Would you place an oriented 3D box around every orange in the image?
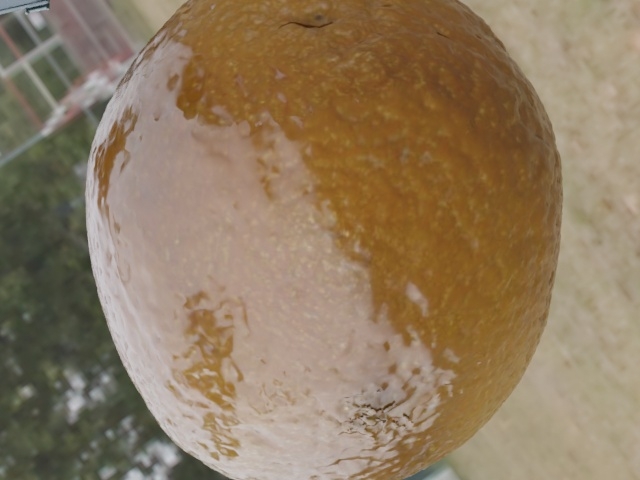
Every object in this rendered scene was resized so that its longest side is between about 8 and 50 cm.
[{"bbox_3d":[0.000,0.000,0.998,0.322,0.322,0.357,52,147,43],"label":"orange"}]

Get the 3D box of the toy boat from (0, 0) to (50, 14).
[{"bbox_3d":[-0.336,-0.347,1.575,0.122,0.114,0.296,70,-168,-53],"label":"toy boat"}]
